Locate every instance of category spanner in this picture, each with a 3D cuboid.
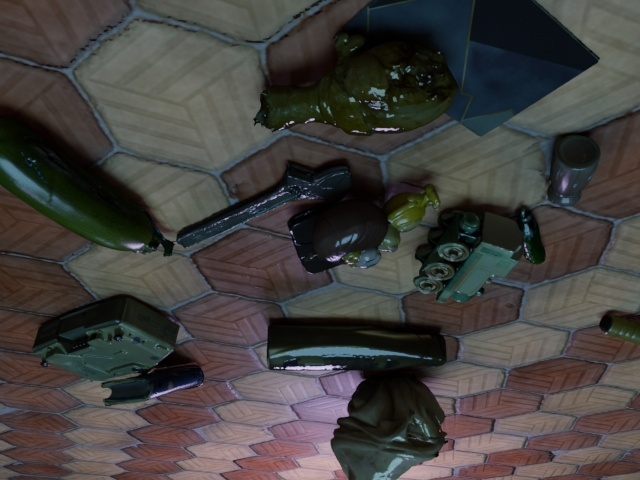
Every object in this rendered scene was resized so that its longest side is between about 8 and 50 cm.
[{"bbox_3d":[-0.091,-0.046,0.913,0.326,0.026,0.093,-21,143,33],"label":"spanner"}]

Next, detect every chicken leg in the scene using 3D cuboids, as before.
[{"bbox_3d":[0.028,-0.159,0.674,0.228,0.088,0.103,1,161,16],"label":"chicken leg"}]

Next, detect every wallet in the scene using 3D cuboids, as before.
[{"bbox_3d":[-0.363,0.315,1.390,0.141,0.059,0.202,-10,174,20],"label":"wallet"},{"bbox_3d":[0.000,0.000,0.973,0.082,0.018,0.156,-21,147,-4],"label":"wallet"}]

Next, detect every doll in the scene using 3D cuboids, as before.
[{"bbox_3d":[0.070,-0.018,0.865,0.188,0.096,0.145,-26,172,31],"label":"doll"}]

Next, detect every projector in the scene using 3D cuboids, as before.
[{"bbox_3d":[-0.415,0.208,1.267,0.270,0.088,0.193,-20,140,30],"label":"projector"}]

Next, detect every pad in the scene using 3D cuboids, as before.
[{"bbox_3d":[0.156,-0.201,0.674,0.243,0.004,0.164,23,142,-32],"label":"pad"}]

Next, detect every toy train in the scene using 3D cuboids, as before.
[{"bbox_3d":[0.215,0.032,0.959,0.125,0.080,0.194,18,145,-1],"label":"toy train"}]

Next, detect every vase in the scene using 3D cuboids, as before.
[{"bbox_3d":[0.318,-0.085,0.812,0.053,0.053,0.100,-4,152,8],"label":"vase"}]

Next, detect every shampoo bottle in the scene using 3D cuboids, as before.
[{"bbox_3d":[0.070,0.216,1.270,0.351,0.084,0.125,0,151,0],"label":"shampoo bottle"}]

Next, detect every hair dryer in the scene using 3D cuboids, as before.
[{"bbox_3d":[0.664,0.206,1.211,0.279,0.134,0.090,17,145,-7],"label":"hair dryer"}]

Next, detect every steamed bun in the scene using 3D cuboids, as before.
[{"bbox_3d":[0.137,0.424,1.483,0.280,0.207,0.268,-33,177,17],"label":"steamed bun"}]

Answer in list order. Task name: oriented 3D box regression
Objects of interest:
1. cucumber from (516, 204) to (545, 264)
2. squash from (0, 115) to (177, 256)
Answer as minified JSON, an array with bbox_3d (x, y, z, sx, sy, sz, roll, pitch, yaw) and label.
[{"bbox_3d":[0.312,-0.003,0.959,0.037,0.037,0.155,-13,145,21],"label":"cucumber"},{"bbox_3d":[-0.316,-0.051,0.854,0.087,0.087,0.331,-16,146,25],"label":"squash"}]
